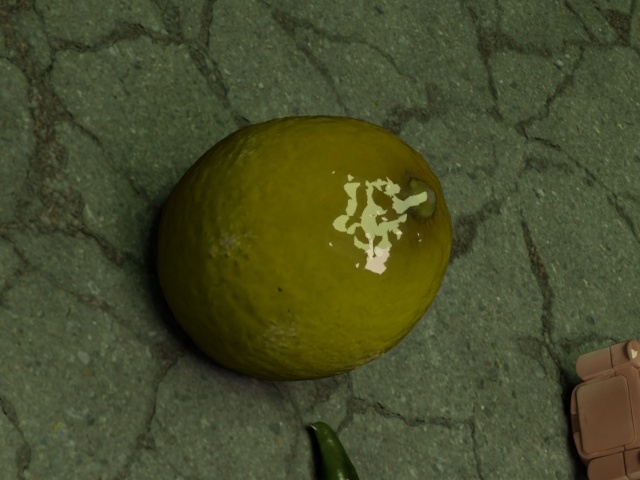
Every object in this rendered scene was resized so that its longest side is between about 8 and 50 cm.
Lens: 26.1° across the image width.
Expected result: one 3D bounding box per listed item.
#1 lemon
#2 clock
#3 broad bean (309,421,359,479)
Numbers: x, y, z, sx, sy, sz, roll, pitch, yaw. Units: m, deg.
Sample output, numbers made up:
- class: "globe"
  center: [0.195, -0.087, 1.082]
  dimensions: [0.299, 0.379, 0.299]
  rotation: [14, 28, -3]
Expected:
- class: "lemon"
  center: [0.000, 0.000, 1.707]
  dimensions: [0.364, 0.364, 0.364]
  rotation: [19, 56, -32]
- class: "clock"
  center: [0.501, 0.294, 2.134]
  dimensions: [0.241, 0.142, 0.227]
  rotation: [23, 54, -41]
- class: "broad bean"
  center: [0.047, 0.369, 1.761]
  dimensions: [0.060, 0.043, 0.298]
  rotation: [-8, 74, -54]
